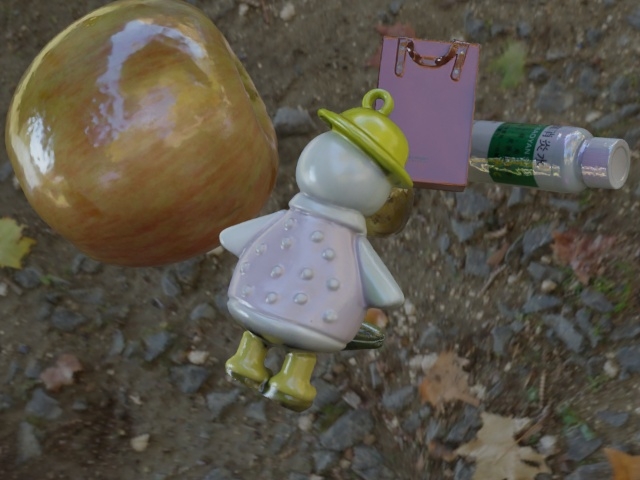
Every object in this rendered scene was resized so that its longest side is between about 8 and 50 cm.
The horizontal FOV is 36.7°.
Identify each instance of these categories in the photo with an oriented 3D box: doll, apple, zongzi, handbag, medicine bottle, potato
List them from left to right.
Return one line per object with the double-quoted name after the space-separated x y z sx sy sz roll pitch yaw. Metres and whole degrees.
-0.251 -0.145 1.378 0.347 0.391 0.391 -29 74 2 "apple"
0.000 0.000 0.604 0.129 0.081 0.207 21 86 22 "doll"
0.056 0.142 1.700 0.104 0.052 0.113 -7 116 10 "zongzi"
0.115 -0.071 1.803 0.137 0.176 0.137 -5 76 23 "potato"
0.132 -0.163 1.230 0.127 0.063 0.190 7 83 5 "handbag"
0.300 -0.118 1.359 0.260 0.095 0.095 11 74 39 "medicine bottle"
